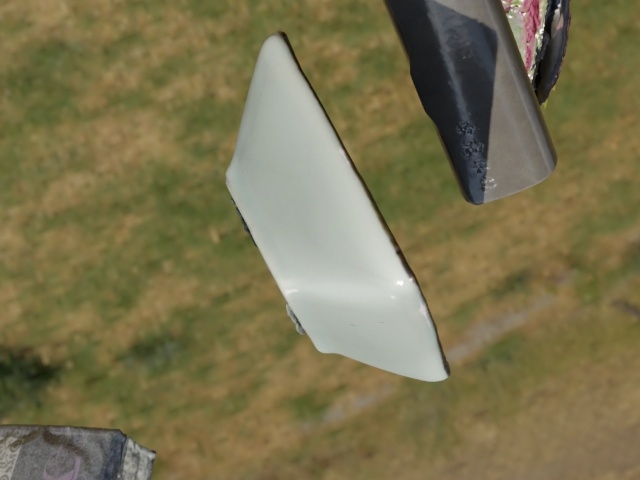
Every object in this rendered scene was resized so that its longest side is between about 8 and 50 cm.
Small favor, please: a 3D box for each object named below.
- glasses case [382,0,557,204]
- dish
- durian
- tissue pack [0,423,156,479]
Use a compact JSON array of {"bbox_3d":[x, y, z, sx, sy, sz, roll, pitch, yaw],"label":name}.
[{"bbox_3d":[0.094,-0.113,1.177,0.072,0.042,0.191,-22,122,5],"label":"glasses case"},{"bbox_3d":[0.000,0.000,1.135,0.080,0.182,0.243,-28,160,0],"label":"dish"},{"bbox_3d":[0.167,-0.196,1.676,0.119,0.108,0.187,-28,131,-64],"label":"durian"},{"bbox_3d":[-0.164,0.183,1.031,0.112,0.156,0.051,-2,153,37],"label":"tissue pack"}]
